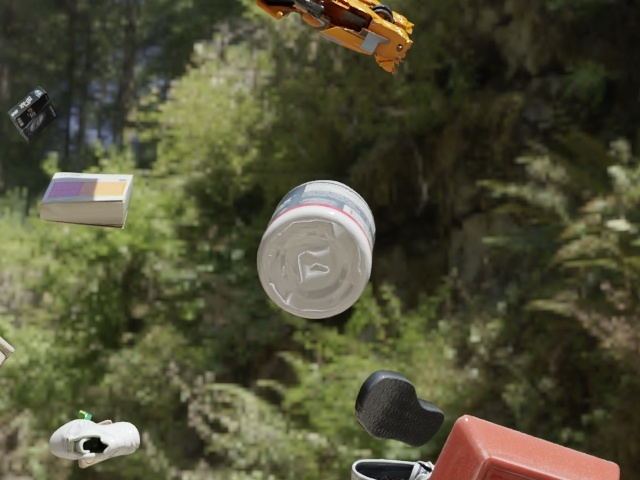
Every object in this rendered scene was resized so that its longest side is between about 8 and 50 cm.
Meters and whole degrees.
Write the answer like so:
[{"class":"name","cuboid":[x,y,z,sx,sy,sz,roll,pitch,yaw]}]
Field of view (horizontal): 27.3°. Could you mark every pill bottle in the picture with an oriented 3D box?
[{"class":"pill bottle","cuboid":[0.000,0.000,1.293,0.108,0.108,0.180,-2,14,5]}]

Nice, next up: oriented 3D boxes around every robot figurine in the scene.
[{"class":"robot figurine","cuboid":[0.012,-0.381,2.175,0.291,0.085,0.211,25,21,-4]}]

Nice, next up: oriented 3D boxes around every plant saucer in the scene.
[{"class":"plant saucer","cuboid":[0.221,0.359,1.563,0.259,0.258,0.048,21,7,-27]}]

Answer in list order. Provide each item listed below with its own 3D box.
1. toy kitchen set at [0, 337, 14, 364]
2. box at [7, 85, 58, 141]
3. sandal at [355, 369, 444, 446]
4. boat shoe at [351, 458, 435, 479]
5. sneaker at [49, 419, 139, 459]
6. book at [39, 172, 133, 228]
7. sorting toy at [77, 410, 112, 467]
[{"class":"toy kitchen set","cuboid":[-0.549,0.156,1.762,0.207,0.166,0.122,41,-53,-10]},{"class":"box","cuboid":[-0.458,-0.201,2.103,0.018,0.067,0.083,42,-15,17]},{"class":"sandal","cuboid":[0.107,0.251,1.965,0.054,0.097,0.254,41,-2,32]},{"class":"boat shoe","cuboid":[0.128,0.314,1.706,0.184,0.066,0.063,6,-49,22]},{"class":"sneaker","cuboid":[-0.319,0.271,1.786,0.152,0.054,0.061,-10,-1,34]},{"class":"book","cuboid":[-0.274,-0.053,1.555,0.096,0.035,0.144,3,17,-4]},{"class":"sorting toy","cuboid":[-0.332,0.285,1.932,0.062,0.083,0.012,-14,13,-40]}]
